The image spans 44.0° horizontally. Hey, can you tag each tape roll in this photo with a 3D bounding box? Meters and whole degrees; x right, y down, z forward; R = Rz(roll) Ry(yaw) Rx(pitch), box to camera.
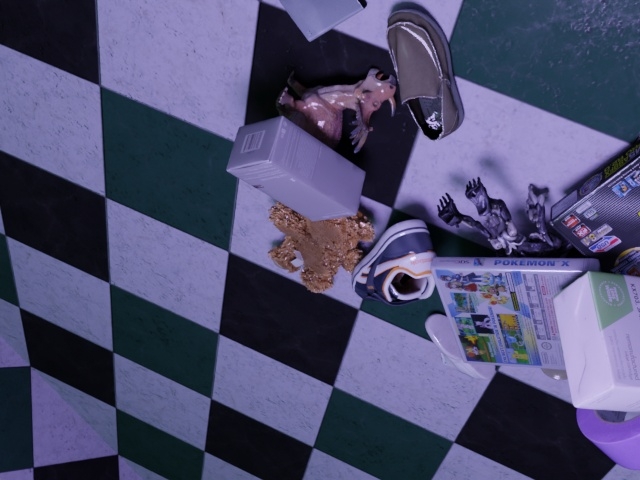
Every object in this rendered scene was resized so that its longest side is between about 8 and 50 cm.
[{"bbox_3d":[0.629,0.300,1.519,0.090,0.274,0.275,41,137,-10],"label":"tape roll"}]

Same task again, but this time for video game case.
[{"bbox_3d":[0.393,0.146,1.532,0.300,0.036,0.329,0,140,25],"label":"video game case"}]

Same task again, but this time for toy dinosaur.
[{"bbox_3d":[0.002,-0.216,1.511,0.200,0.127,0.295,28,145,-9],"label":"toy dinosaur"}]

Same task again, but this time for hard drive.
[{"bbox_3d":[0.004,-0.417,1.384,0.135,0.022,0.094,-20,117,41],"label":"hard drive"}]

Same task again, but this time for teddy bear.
[{"bbox_3d":[0.000,0.000,1.743,0.245,0.113,0.338,26,146,14],"label":"teddy bear"}]

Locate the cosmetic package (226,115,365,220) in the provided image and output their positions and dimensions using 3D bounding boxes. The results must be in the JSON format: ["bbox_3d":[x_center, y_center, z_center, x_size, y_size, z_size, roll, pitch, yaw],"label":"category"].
[{"bbox_3d":[-0.041,-0.128,1.470,0.127,0.107,0.238,-8,150,45],"label":"cosmetic package"}]

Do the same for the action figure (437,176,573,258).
[{"bbox_3d":[0.361,-0.024,1.473,0.276,0.141,0.164,30,133,-23],"label":"action figure"}]

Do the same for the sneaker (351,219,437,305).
[{"bbox_3d":[0.150,0.084,1.647,0.126,0.127,0.321,-10,157,-16],"label":"sneaker"}]

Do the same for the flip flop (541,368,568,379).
[{"bbox_3d":[0.475,0.212,1.668,0.112,0.080,0.277,2,133,33],"label":"flip flop"}]

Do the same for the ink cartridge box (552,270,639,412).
[{"bbox_3d":[0.590,0.179,1.331,0.354,0.207,0.119,7,150,-16],"label":"ink cartridge box"}]

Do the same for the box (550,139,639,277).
[{"bbox_3d":[0.564,-0.051,1.339,0.216,0.060,0.270,41,124,-10],"label":"box"}]

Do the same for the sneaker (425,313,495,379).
[{"bbox_3d":[0.301,0.254,1.824,0.212,0.080,0.094,44,148,-16],"label":"sneaker"}]

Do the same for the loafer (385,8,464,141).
[{"bbox_3d":[0.180,-0.278,1.366,0.094,0.087,0.251,-8,125,35],"label":"loafer"}]
